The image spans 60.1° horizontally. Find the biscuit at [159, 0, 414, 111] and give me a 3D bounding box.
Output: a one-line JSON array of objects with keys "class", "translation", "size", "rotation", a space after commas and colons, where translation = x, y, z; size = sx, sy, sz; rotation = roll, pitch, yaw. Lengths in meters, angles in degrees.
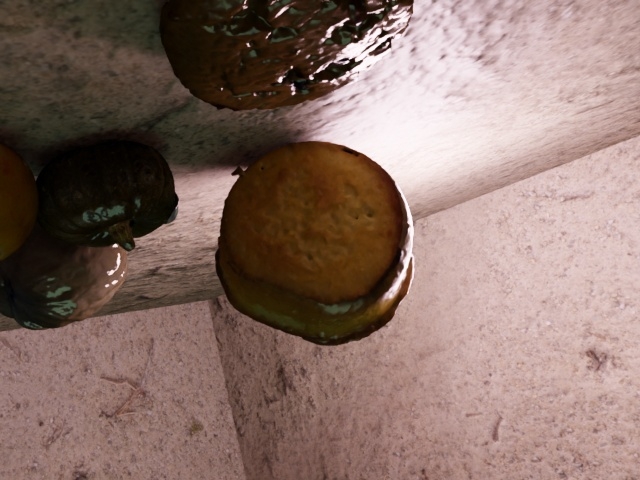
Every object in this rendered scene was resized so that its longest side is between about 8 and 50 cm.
[{"class": "biscuit", "translation": [-0.032, -0.223, 0.602], "size": [0.296, 0.075, 0.296], "rotation": [-14, 170, -2]}]

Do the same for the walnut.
[{"class": "walnut", "translation": [-0.481, 0.038, 1.005], "size": [0.248, 0.248, 0.248], "rotation": [-14, 171, -2]}]

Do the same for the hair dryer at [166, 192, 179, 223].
[{"class": "hair dryer", "translation": [-0.387, -0.066, 1.114], "size": [0.198, 0.057, 0.100], "rotation": [-2, 167, -18]}]

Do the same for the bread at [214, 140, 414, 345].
[{"class": "bread", "translation": [0.000, 0.000, 1.060], "size": [0.398, 0.398, 0.215], "rotation": [-13, 159, -8]}]

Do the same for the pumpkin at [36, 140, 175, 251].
[{"class": "pumpkin", "translation": [-0.333, -0.057, 0.877], "size": [0.219, 0.162, 0.219], "rotation": [-18, 173, -2]}]

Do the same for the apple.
[{"class": "apple", "translation": [-0.468, -0.046, 0.736], "size": [0.182, 0.155, 0.182], "rotation": [-8, 167, -2]}]
